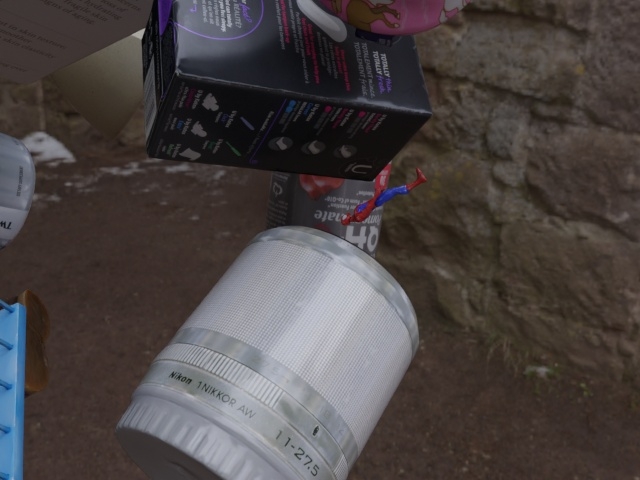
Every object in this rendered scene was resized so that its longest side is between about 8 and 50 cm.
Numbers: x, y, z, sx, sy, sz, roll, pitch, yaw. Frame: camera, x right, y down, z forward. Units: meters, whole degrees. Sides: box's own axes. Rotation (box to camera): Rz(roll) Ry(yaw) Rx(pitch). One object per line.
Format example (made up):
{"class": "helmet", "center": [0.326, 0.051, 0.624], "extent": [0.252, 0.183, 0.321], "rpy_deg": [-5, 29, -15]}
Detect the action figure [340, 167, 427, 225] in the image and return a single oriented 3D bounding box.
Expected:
{"class": "action figure", "center": [0.074, -0.051, 0.861], "extent": [0.115, 0.030, 0.038], "rpy_deg": [-34, 2, 12]}

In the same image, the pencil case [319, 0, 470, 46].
{"class": "pencil case", "center": [0.026, -0.321, 0.495], "extent": [0.167, 0.386, 0.160], "rpy_deg": [-42, 60, -8]}

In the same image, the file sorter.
{"class": "file sorter", "center": [-0.319, 0.123, 0.563], "extent": [0.118, 0.104, 0.170], "rpy_deg": [-25, 52, 9]}

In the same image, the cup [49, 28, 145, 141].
{"class": "cup", "center": [-0.450, -0.411, 1.478], "extent": [0.237, 0.331, 0.331], "rpy_deg": [34, 9, -22]}

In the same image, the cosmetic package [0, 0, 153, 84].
{"class": "cosmetic package", "center": [-0.386, -0.443, 0.883], "extent": [0.393, 0.328, 0.329], "rpy_deg": [-14, -13, 28]}

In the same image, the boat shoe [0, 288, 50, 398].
{"class": "boat shoe", "center": [-0.351, 0.126, 0.796], "extent": [0.073, 0.073, 0.207], "rpy_deg": [-29, 23, -7]}

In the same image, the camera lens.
{"class": "camera lens", "center": [-0.043, 0.138, 0.721], "extent": [0.219, 0.219, 0.274], "rpy_deg": [14, 52, 31]}

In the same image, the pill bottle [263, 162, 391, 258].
{"class": "pill bottle", "center": [0.000, 0.000, 1.074], "extent": [0.176, 0.319, 0.176], "rpy_deg": [8, 11, -2]}

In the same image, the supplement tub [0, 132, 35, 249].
{"class": "supplement tub", "center": [-0.359, -0.059, 0.608], "extent": [0.117, 0.117, 0.190], "rpy_deg": [18, 1, 38]}

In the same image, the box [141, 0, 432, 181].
{"class": "box", "center": [-0.042, -0.176, 0.755], "extent": [0.270, 0.165, 0.143], "rpy_deg": [4, -28, -24]}
